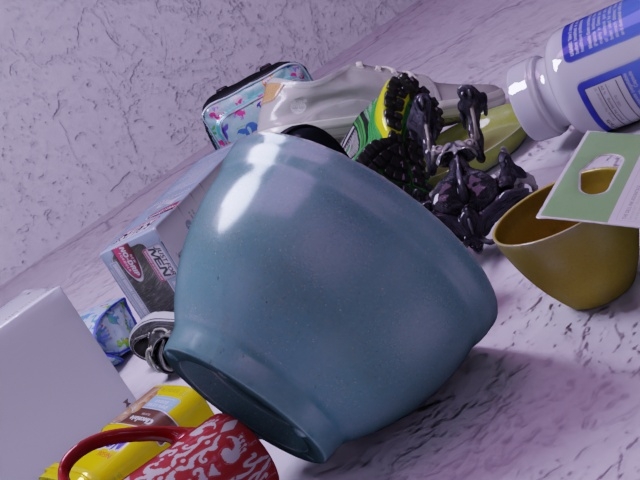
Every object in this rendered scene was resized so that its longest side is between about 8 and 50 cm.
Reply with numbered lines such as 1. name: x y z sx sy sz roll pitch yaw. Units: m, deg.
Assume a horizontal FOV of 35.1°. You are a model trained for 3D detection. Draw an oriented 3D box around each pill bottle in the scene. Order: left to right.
1. pill bottle: 0.386 -0.226 1.304 0.272 0.152 0.152 -20 18 34

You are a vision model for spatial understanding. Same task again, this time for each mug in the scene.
1. mug: -0.135 0.221 0.883 0.169 0.150 0.113 -35 8 -32

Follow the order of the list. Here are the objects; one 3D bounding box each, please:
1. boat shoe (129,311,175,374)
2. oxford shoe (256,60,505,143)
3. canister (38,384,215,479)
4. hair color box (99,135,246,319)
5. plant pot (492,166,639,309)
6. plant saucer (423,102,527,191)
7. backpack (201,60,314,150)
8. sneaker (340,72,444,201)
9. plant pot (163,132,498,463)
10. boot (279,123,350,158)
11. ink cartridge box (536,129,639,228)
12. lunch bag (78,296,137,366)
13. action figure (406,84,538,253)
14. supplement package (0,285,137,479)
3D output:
1. boat shoe: -0.205 0.143 1.387 0.219 0.078 0.070 -12 22 45
2. oxford shoe: 0.104 -0.233 1.673 0.449 0.130 0.169 -9 -4 -19
3. canister: -0.207 0.234 1.109 0.170 0.073 0.126 -39 17 -34
4. hair color box: -0.176 -0.003 1.593 0.113 0.185 0.374 -23 17 26
5. plant pot: 0.241 0.006 0.939 0.134 0.095 0.134 -29 15 9
6. plant saucer: 0.222 -0.136 1.550 0.241 0.037 0.241 -28 15 8
7. backpack: -0.072 -0.176 1.831 0.225 0.254 0.191 -28 19 -3
8. sneaker: 0.082 -0.084 1.454 0.146 0.134 0.344 -42 19 43
9. plant pot: -0.017 0.074 0.914 0.196 0.293 0.293 -55 23 -20
10. boot: 0.050 -0.022 1.120 0.094 0.247 0.207 -28 11 -17
11. ink cartridge box: 0.317 -0.029 0.834 0.235 0.056 0.171 4 32 29
12. lunch bag: -0.369 0.166 1.591 0.128 0.096 0.151 -25 6 20
13. action figure: 0.179 -0.064 1.227 0.164 0.141 0.276 -18 44 15
14. supplement package: -0.406 0.214 1.298 0.262 0.204 0.145 -39 18 -31
